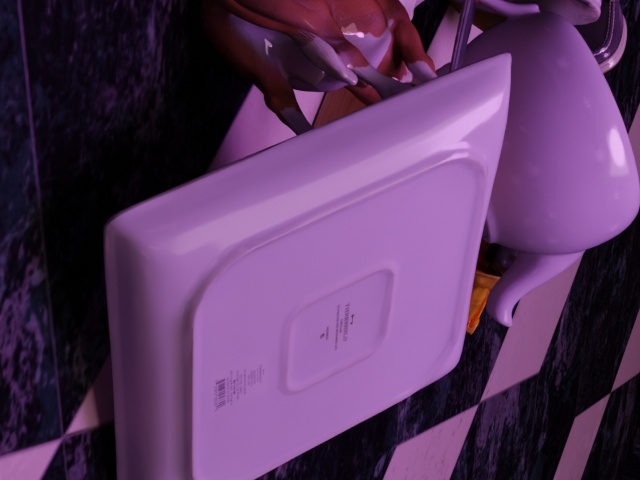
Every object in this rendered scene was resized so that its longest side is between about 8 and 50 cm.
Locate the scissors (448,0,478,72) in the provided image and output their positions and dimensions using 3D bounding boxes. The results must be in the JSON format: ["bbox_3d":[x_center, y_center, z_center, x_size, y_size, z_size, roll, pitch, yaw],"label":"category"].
[{"bbox_3d":[0.123,-0.219,1.183,0.297,0.021,0.109,-65,158,-53],"label":"scissors"}]

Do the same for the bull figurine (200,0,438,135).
[{"bbox_3d":[0.022,-0.156,1.161,0.101,0.188,0.310,-48,164,28],"label":"bull figurine"}]

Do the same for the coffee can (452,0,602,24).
[{"bbox_3d":[0.206,-0.368,1.414,0.201,0.201,0.275,19,86,-69],"label":"coffee can"}]

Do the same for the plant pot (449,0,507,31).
[{"bbox_3d":[0.193,-0.277,1.588,0.134,0.095,0.134,13,90,-70],"label":"plant pot"}]

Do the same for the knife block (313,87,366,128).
[{"bbox_3d":[0.000,0.000,1.325,0.242,0.276,0.088,-28,154,2],"label":"knife block"}]

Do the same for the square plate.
[{"bbox_3d":[0.001,0.056,1.111,0.344,0.049,0.347,-25,141,-27],"label":"square plate"}]

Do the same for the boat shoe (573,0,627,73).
[{"bbox_3d":[0.267,-0.260,1.520,0.223,0.080,0.073,-83,150,-42],"label":"boat shoe"}]

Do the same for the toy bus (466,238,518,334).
[{"bbox_3d":[0.156,-0.005,1.630,0.211,0.149,0.220,99,15,-52],"label":"toy bus"}]

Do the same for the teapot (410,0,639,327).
[{"bbox_3d":[0.179,-0.092,1.420,0.252,0.187,0.256,70,-1,-59],"label":"teapot"}]
